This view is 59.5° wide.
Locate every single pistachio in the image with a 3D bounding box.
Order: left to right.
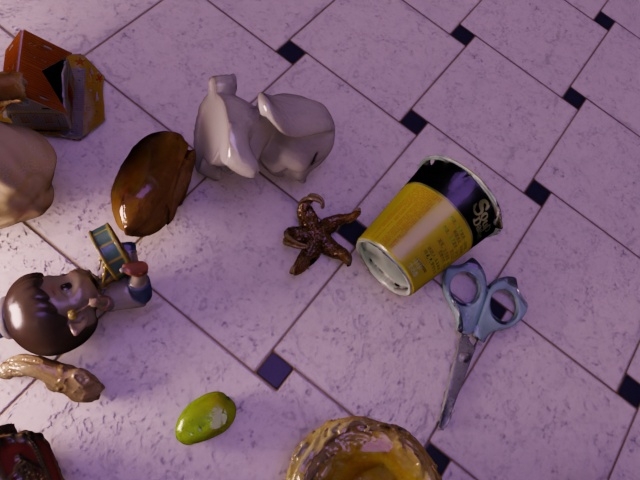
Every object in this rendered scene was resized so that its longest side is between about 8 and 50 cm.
[{"bbox_3d":[-0.614,-0.114,0.947,0.332,0.207,0.226,-3,58,4],"label":"pistachio"}]

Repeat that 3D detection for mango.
[{"bbox_3d":[-0.194,0.301,0.943,0.108,0.056,0.073,-34,73,-20],"label":"mango"}]

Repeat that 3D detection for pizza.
[{"bbox_3d":[-0.614,-0.246,0.947,0.251,0.287,0.074,-10,109,-3],"label":"pizza"}]

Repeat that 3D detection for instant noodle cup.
[{"bbox_3d":[0.203,-0.018,1.103,0.236,0.215,0.215,-43,82,-16],"label":"instant noodle cup"}]

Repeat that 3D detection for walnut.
[{"bbox_3d":[-0.313,-0.110,1.049,0.137,0.137,0.245,13,58,-7],"label":"walnut"}]

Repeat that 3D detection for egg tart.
[{"bbox_3d":[0.070,0.431,0.915,0.288,0.118,0.288,4,68,-10],"label":"egg tart"}]

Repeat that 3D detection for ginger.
[{"bbox_3d":[-0.440,0.220,0.915,0.174,0.069,0.051,20,47,-1],"label":"ginger"}]

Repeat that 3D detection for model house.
[{"bbox_3d":[-0.536,-0.322,1.087,0.208,0.136,0.219,-1,68,-12],"label":"model house"}]

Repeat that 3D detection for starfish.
[{"bbox_3d":[0.000,0.001,1.105,0.146,0.074,0.189,25,64,0],"label":"starfish"}]

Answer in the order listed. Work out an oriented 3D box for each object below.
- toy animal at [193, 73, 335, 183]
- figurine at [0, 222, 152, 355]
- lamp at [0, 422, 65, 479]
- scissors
[{"bbox_3d":[-0.094,-0.215,1.101,0.265,0.272,0.205,-4,93,-28],"label":"toy animal"},{"bbox_3d":[-0.417,0.093,0.923,0.276,0.161,0.158,-33,116,-18],"label":"figurine"},{"bbox_3d":[-0.439,0.401,0.787,0.177,0.177,0.274,-24,72,-21],"label":"lamp"},{"bbox_3d":[0.295,0.204,1.111,0.191,0.029,0.360,27,64,-2],"label":"scissors"}]
